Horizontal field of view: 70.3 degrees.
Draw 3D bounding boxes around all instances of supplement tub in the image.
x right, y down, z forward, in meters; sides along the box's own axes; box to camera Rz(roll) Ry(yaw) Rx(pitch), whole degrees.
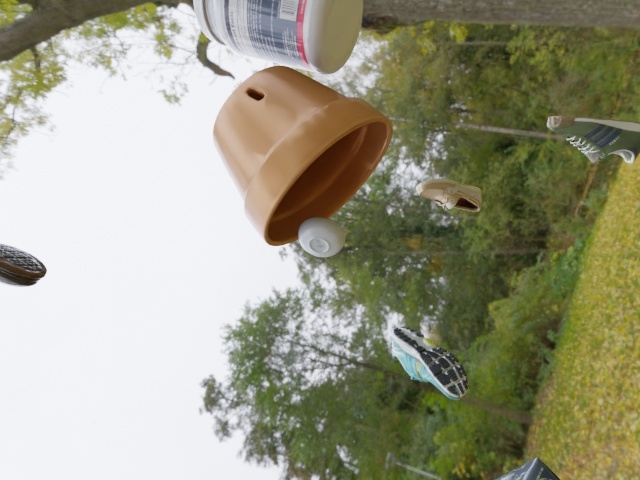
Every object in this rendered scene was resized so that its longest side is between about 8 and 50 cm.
[{"bbox_3d":[-0.075,-0.431,0.846,0.191,0.272,0.191,-53,-25,-38],"label":"supplement tub"}]

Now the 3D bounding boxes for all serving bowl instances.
[{"bbox_3d":[0.000,0.000,0.782,0.027,0.084,0.083,-73,-18,-47],"label":"serving bowl"}]

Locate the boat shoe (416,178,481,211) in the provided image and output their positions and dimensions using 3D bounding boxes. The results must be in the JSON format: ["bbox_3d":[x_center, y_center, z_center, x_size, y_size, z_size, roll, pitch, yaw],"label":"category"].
[{"bbox_3d":[0.307,-0.102,1.069,0.063,0.170,0.059,126,147,-62],"label":"boat shoe"}]

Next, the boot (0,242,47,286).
[{"bbox_3d":[-0.434,0.046,0.542,0.082,0.219,0.106,24,-98,-78],"label":"boot"}]

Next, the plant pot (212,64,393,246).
[{"bbox_3d":[-0.047,-0.162,0.795,0.291,0.203,0.291,-39,-14,-12],"label":"plant pot"}]

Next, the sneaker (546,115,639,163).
[{"bbox_3d":[0.547,-0.197,0.906,0.064,0.192,0.086,-73,-11,-78],"label":"sneaker"}]

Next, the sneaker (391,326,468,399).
[{"bbox_3d":[0.294,0.344,1.252,0.107,0.275,0.109,-8,-64,-28],"label":"sneaker"}]

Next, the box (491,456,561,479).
[{"bbox_3d":[0.227,0.427,0.635,0.233,0.059,0.183,-27,-26,-44],"label":"box"}]
